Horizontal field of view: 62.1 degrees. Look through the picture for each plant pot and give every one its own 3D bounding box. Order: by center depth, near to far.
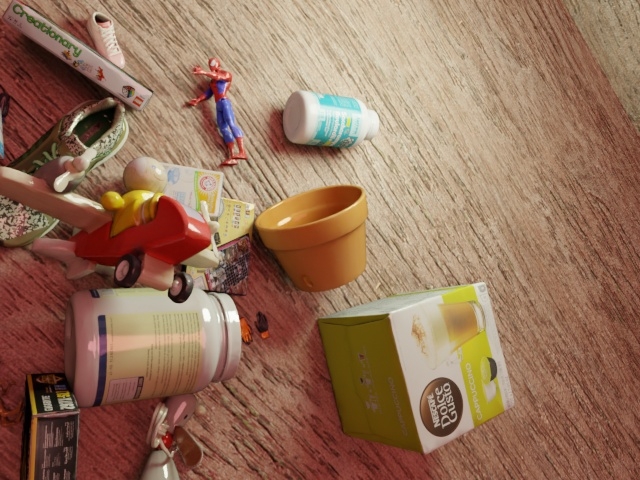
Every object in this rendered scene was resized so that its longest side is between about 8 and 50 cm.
[{"bbox_3d":[0.000,0.000,1.380,0.291,0.291,0.203,-30,113,-32],"label":"plant pot"}]

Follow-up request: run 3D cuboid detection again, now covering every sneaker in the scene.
[{"bbox_3d":[-0.551,-0.168,1.115,0.158,0.182,0.410,38,65,-20],"label":"sneaker"},{"bbox_3d":[-0.508,-0.478,1.264,0.051,0.070,0.134,-35,101,-33],"label":"sneaker"}]

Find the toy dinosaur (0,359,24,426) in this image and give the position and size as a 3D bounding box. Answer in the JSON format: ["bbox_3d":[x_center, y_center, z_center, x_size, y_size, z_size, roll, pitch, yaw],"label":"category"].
[{"bbox_3d":[-0.652,0.341,1.044,0.113,0.064,0.211,13,64,-16],"label":"toy dinosaur"}]

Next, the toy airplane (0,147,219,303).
[{"bbox_3d":[-0.391,-0.037,1.071,0.385,0.386,0.272,14,78,-4],"label":"toy airplane"}]

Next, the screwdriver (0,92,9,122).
[{"bbox_3d":[-0.694,-0.235,1.142,0.024,0.025,0.169,11,84,-30],"label":"screwdriver"}]

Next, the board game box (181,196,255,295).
[{"bbox_3d":[-0.258,0.011,1.344,0.165,0.042,0.243,12,75,-29],"label":"board game box"}]

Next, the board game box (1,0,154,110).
[{"bbox_3d":[-0.516,-0.400,1.175,0.305,0.193,0.053,34,95,-23],"label":"board game box"}]

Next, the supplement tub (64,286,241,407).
[{"bbox_3d":[-0.358,0.217,1.133,0.325,0.235,0.235,1,81,-31],"label":"supplement tub"}]

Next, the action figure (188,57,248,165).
[{"bbox_3d":[-0.279,-0.339,1.364,0.139,0.092,0.280,-6,84,-41],"label":"action figure"}]

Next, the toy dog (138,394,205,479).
[{"bbox_3d":[-0.305,0.507,1.147,0.161,0.220,0.333,16,82,-5],"label":"toy dog"}]

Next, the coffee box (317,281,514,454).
[{"bbox_3d":[0.243,0.322,1.416,0.335,0.338,0.337,-12,87,-32],"label":"coffee box"}]

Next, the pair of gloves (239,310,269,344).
[{"bbox_3d":[-0.172,0.227,1.376,0.083,0.010,0.074,-15,89,-33],"label":"pair of gloves"}]

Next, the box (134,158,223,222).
[{"bbox_3d":[-0.336,-0.109,1.249,0.203,0.103,0.114,9,76,-11],"label":"box"}]

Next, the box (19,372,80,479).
[{"bbox_3d":[-0.499,0.429,0.964,0.080,0.257,0.321,3,91,-29],"label":"box"}]

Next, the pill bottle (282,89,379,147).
[{"bbox_3d":[0.036,-0.343,1.525,0.264,0.146,0.146,-2,82,-31],"label":"pill bottle"}]

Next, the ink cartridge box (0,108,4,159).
[{"bbox_3d":[-0.703,-0.225,1.084,0.089,0.052,0.122,-9,73,-15],"label":"ink cartridge box"}]
